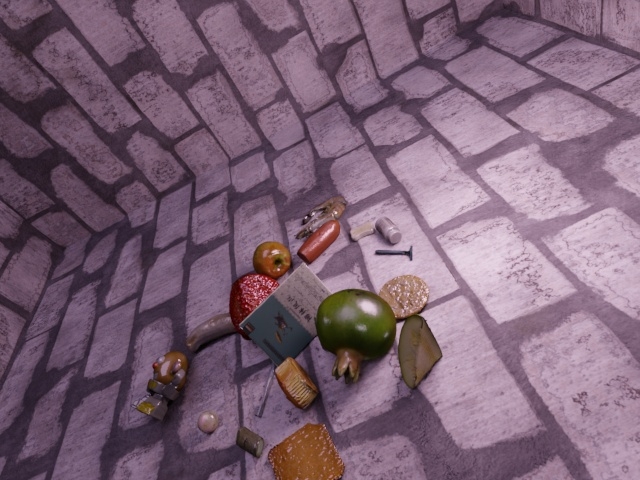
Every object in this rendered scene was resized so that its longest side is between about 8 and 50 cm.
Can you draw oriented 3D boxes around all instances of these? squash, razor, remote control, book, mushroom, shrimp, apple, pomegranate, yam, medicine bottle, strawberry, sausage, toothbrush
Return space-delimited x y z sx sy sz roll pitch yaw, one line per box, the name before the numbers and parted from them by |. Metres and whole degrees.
squash | 0.297 0.359 1.386 0.169 0.252 0.093 -45 39 -15
razor | 0.331 0.054 1.863 0.190 0.033 0.066 0 91 38
remote control | 0.206 -0.044 2.041 0.122 0.032 0.074 -24 40 12
book | -0.116 0.313 1.736 0.379 0.264 0.031 -45 6 -14
mushroom | -0.448 0.721 1.654 0.083 0.067 0.084 2 77 -7
shrimp | -0.012 -0.123 2.243 0.360 0.085 0.246 -42 31 -16
apple | -0.249 0.096 2.081 0.195 0.196 0.196 -18 41 17
pomegranate | 0.117 0.332 1.537 0.309 0.216 0.359 5 53 18
yam | -0.263 0.733 1.518 0.146 0.070 0.070 10 55 38
medicine bottle | 0.318 -0.048 1.934 0.079 0.079 0.140 -34 39 -2
strawberry | -0.290 0.286 1.831 0.238 0.289 0.250 -20 21 28
sausage | 0.000 0.000 2.073 0.259 0.114 0.113 -45 40 -13
toothbrush | -0.203 0.551 1.704 0.030 0.025 0.343 -9 45 30
mushroom | -0.489 0.417 1.984 0.351 0.095 0.123 -29 57 8

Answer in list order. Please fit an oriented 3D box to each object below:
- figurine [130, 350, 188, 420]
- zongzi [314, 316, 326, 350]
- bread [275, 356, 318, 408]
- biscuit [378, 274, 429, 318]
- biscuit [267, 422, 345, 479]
figurine | -0.688 0.628 1.833 0.342 0.167 0.285 2 53 40
zongzi | 0.005 0.376 1.673 0.052 0.113 0.104 -25 39 18
bread | -0.096 0.537 1.561 0.114 0.132 0.190 -43 38 -10
biscuit | 0.332 0.226 1.678 0.219 0.033 0.220 -20 40 18
biscuit | -0.053 0.750 1.405 0.236 0.013 0.232 -35 39 -3
